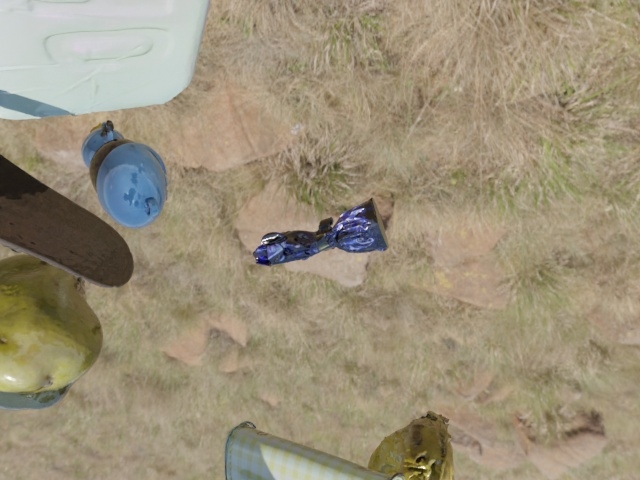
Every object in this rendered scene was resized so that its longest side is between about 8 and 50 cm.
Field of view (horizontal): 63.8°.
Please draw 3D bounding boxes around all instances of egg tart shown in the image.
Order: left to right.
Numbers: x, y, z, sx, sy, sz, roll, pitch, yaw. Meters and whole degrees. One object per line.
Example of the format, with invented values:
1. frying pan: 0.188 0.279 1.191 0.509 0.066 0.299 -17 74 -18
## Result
1. egg tart: 0.142 0.431 0.912 0.094 0.279 0.279 25 139 -5

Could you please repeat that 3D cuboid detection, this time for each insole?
1. insole: -0.286 -0.043 0.430 0.007 0.111 0.327 -26 142 21

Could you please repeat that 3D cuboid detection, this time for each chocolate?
1. chocolate: -0.005 -0.001 1.235 0.342 0.149 0.126 -15 126 23

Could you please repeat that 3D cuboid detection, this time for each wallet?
1. wallet: -0.015 0.400 0.738 0.309 0.224 0.077 0 -178 43

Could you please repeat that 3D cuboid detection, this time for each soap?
1. soap: -0.190 -0.251 0.407 0.208 0.115 0.347 -16 164 -28

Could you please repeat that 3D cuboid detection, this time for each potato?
1. potato: -0.351 0.108 0.613 0.136 0.200 0.155 13 115 -47

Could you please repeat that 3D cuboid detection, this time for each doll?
1. doll: -0.400 -0.137 1.058 0.140 0.314 0.177 -13 131 -34
